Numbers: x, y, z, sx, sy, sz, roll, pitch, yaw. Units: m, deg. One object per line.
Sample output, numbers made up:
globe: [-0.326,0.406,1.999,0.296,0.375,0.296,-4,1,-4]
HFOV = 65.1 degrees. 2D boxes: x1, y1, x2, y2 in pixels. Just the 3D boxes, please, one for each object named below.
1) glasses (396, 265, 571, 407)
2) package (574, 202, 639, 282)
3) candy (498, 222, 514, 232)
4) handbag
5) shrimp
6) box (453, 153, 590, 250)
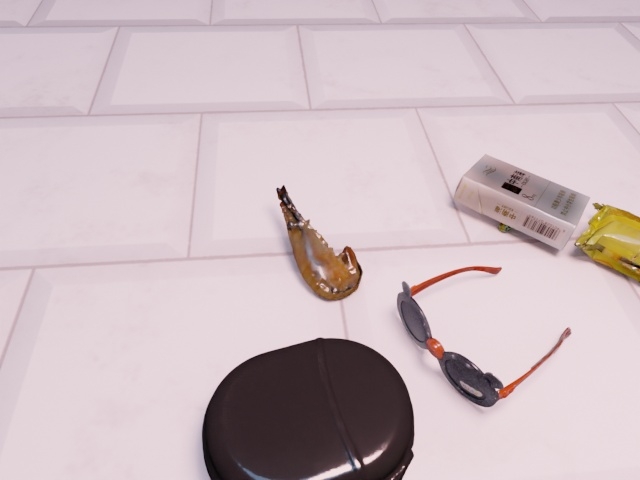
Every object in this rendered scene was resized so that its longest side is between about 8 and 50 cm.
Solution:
glasses: [0.285,0.126,0.851,0.269,0.118,0.234,-26,53,-24]
package: [0.626,0.013,0.988,0.226,0.090,0.168,33,52,21]
candy: [0.417,-0.022,1.059,0.083,0.023,0.025,17,41,-1]
handbag: [-0.014,0.261,0.718,0.308,0.093,0.253,-12,44,-14]
shrimp: [-0.009,0.002,0.985,0.117,0.066,0.261,-8,62,-29]
box: [0.426,-0.089,1.068,0.243,0.067,0.155,30,40,22]
